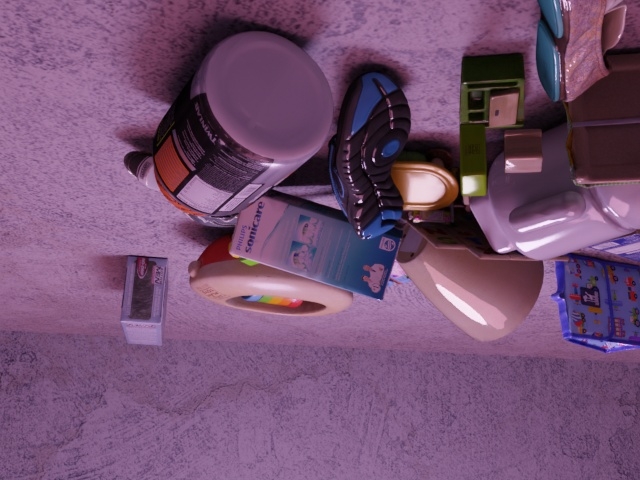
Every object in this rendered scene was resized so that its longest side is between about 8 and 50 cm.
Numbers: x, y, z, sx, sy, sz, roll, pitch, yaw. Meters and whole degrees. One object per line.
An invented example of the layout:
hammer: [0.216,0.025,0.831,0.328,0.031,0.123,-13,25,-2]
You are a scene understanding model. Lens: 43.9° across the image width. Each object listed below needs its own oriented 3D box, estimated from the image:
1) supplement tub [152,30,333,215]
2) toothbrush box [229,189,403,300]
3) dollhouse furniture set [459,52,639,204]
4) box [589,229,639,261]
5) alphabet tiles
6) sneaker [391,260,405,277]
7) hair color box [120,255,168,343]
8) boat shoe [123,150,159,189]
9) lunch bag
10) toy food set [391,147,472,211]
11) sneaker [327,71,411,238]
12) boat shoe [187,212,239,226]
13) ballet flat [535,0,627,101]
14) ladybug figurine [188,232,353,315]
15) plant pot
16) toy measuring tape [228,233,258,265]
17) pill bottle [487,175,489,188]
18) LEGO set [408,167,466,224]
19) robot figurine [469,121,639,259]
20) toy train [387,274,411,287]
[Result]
supplement tub: [-0.129,-0.151,1.156,0.194,0.193,0.316,10,162,-25]
toothbrush box: [0.000,0.000,1.514,0.296,0.126,0.216,16,-173,6]
dollhouse furniture set: [0.348,-0.145,1.120,0.302,0.197,0.151,-1,161,11]
box: [0.751,0.007,1.864,0.225,0.036,0.136,14,159,-32]
alphabet tiles: [0.318,-0.019,1.531,0.285,0.011,0.342,1,-164,-13]
sneaker: [0.152,0.031,1.846,0.105,0.095,0.236,-29,145,28]
hair color box: [-0.505,0.184,2.300,0.114,0.185,0.374,5,163,-10]
boat shoe: [-0.284,-0.125,1.482,0.070,0.077,0.219,30,-179,22]
lunch bag: [0.697,0.160,2.057,0.293,0.220,0.138,13,159,-33]
toy food set: [0.181,-0.118,1.429,0.218,0.071,0.128,4,143,14]
sneaker: [0.056,-0.143,1.269,0.125,0.139,0.340,-26,147,-18]
boat shoe: [-0.196,-0.066,1.503,0.116,0.099,0.319,-47,161,2]
ballet flat: [0.301,-0.270,0.917,0.106,0.107,0.316,-23,160,9]
ladybug figurine: [-0.118,0.083,1.975,0.449,0.161,0.305,14,160,-36]
plant pot: [0.306,0.056,1.769,0.274,0.256,0.256,29,152,-26]
toy measuring tape: [-0.058,-0.039,1.698,0.330,0.121,0.121,-19,156,22]
pill bottle: [0.424,-0.069,1.499,0.221,0.121,0.121,4,163,-6]
LEGO set: [0.161,-0.072,1.535,0.287,0.107,0.132,-3,162,14]
robot figurine: [0.413,-0.090,1.272,0.353,0.199,0.300,-25,-170,45]
toy train: [0.168,0.064,2.045,0.105,0.080,0.184,-19,153,29]
